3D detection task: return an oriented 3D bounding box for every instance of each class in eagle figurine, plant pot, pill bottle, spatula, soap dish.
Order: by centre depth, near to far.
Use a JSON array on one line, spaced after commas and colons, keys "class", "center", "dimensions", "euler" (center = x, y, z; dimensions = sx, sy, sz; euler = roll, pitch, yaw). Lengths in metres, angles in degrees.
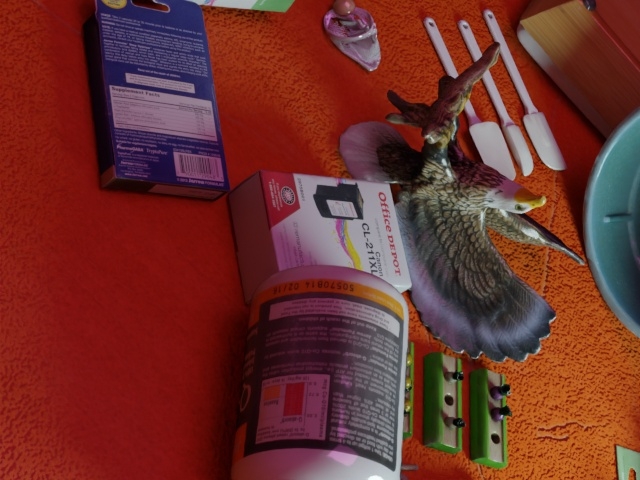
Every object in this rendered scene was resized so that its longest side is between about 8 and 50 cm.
[{"class": "pill bottle", "center": [-0.001, 0.176, 1.250], "dimensions": [0.162, 0.162, 0.278], "euler": [23, 56, -27]}, {"class": "eagle figurine", "center": [0.176, -0.034, 1.511], "dimensions": [0.226, 0.225, 0.298], "euler": [-26, 121, -4]}, {"class": "plant pot", "center": [0.573, -0.031, 1.710], "dimensions": [0.334, 0.341, 0.341], "euler": [-7, 72, -47]}, {"class": "spatula", "center": [0.225, -0.191, 1.710], "dimensions": [0.168, 0.019, 0.242], "euler": [-14, 78, -40]}, {"class": "soap dish", "center": [0.425, -0.269, 1.837], "dimensions": [0.291, 0.118, 0.229], "euler": [46, 48, -11]}]

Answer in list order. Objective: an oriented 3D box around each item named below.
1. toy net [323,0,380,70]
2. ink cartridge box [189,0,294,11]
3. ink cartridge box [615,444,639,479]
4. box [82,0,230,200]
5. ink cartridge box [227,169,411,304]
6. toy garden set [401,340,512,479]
[{"class": "toy net", "center": [0.005, -0.307, 1.577], "dimensions": [0.122, 0.045, 0.232], "euler": [-30, 89, -43]}, {"class": "ink cartridge box", "center": [-0.127, -0.345, 1.449], "dimensions": [0.212, 0.093, 0.154], "euler": [-1, 68, -29]}, {"class": "ink cartridge box", "center": [0.459, 0.314, 1.608], "dimensions": [0.209, 0.062, 0.109], "euler": [19, 59, -29]}, {"class": "box", "center": [-0.172, -0.155, 1.368], "dimensions": [0.136, 0.036, 0.225], "euler": [6, 66, -36]}, {"class": "ink cartridge box", "center": [0.000, 0.000, 1.401], "dimensions": [0.175, 0.072, 0.127], "euler": [3, 66, -36]}, {"class": "toy garden set", "center": [0.114, 0.204, 1.403], "dimensions": [0.244, 0.049, 0.204], "euler": [21, 57, -29]}]
